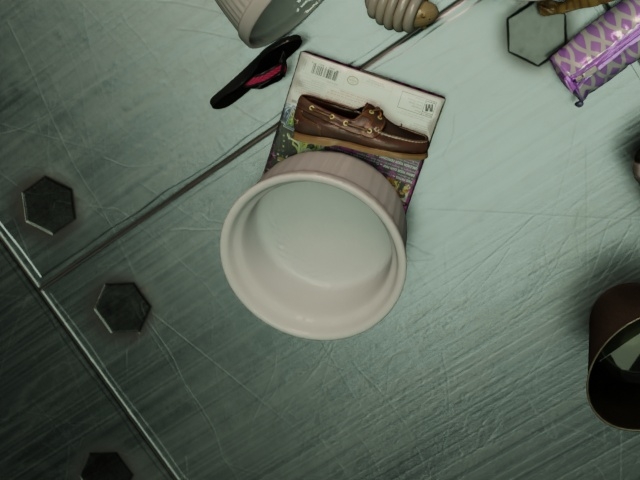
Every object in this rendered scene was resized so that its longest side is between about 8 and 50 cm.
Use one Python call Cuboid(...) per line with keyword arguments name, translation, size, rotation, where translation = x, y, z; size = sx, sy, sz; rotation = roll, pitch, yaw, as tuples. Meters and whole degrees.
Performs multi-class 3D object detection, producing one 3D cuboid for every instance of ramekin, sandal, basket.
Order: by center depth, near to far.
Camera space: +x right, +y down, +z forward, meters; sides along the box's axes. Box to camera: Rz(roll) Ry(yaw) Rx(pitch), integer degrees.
Cuboid(name="ramekin", translation=(-0.062, -0.384, 1.488), size=(0.207, 0.207, 0.109), rotation=(-43, 85, 14))
Cuboid(name="basket", translation=(0.467, 0.153, 1.522), size=(0.204, 0.227, 0.154), rotation=(-40, 95, 13))
Cuboid(name="ramekin", translation=(0.000, 0.000, 1.568), size=(0.277, 0.135, 0.277), rotation=(6, 119, 11))
Cuboid(name="sandal", translation=(-0.090, -0.246, 1.588), size=(0.179, 0.067, 0.040), rotation=(-38, 76, 21))

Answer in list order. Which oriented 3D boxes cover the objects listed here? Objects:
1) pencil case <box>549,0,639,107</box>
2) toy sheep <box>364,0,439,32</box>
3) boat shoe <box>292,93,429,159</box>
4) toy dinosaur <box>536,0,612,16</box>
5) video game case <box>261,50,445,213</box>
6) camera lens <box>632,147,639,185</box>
Cuboid(name="pencil case", translation=(0.426, -0.287, 1.500), size=(0.206, 0.088, 0.086), rotation=(-39, 94, 13))
Cuboid(name="toy sheep", translation=(0.111, -0.350, 1.532), size=(0.132, 0.091, 0.091), rotation=(24, 105, 16))
Cuboid(name="boat shoe", translation=(0.061, -0.167, 1.538), size=(0.207, 0.073, 0.073), rotation=(11, 106, 5))
Cuboid(name="toy dinosaur", translation=(0.409, -0.355, 1.470), size=(0.211, 0.112, 0.064), rotation=(-13, 125, 46))
Cuboid(name="video game case", translation=(0.049, -0.156, 1.603), size=(0.232, 0.042, 0.210), rotation=(18, 104, 3))
Cuboid(name="camera lens", translation=(0.585, -0.054, 1.464), size=(0.219, 0.219, 0.274), rotation=(-28, 98, 13))
